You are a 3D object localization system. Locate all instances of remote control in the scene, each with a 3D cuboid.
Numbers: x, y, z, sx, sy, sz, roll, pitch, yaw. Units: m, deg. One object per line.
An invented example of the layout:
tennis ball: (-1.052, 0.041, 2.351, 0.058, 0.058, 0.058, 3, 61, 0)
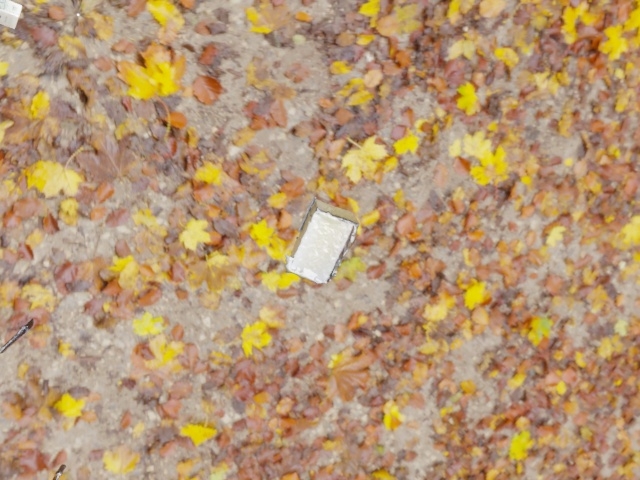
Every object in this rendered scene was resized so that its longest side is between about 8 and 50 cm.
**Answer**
remote control: (-0.604, 0.192, 1.268, 0.096, 0.039, 0.014, -39, 105, 14)

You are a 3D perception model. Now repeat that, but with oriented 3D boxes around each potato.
potato: (-0.001, 0.002, 0.983, 0.086, 0.061, 0.122, 23, 115, -9)

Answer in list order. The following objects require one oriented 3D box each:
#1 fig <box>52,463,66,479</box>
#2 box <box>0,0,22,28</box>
fig: (-0.513, 0.587, 1.261, 0.148, 0.149, 0.202, -31, 131, -31)
box: (-0.536, -0.380, 1.041, 0.083, 0.054, 0.024, 16, 73, -30)
